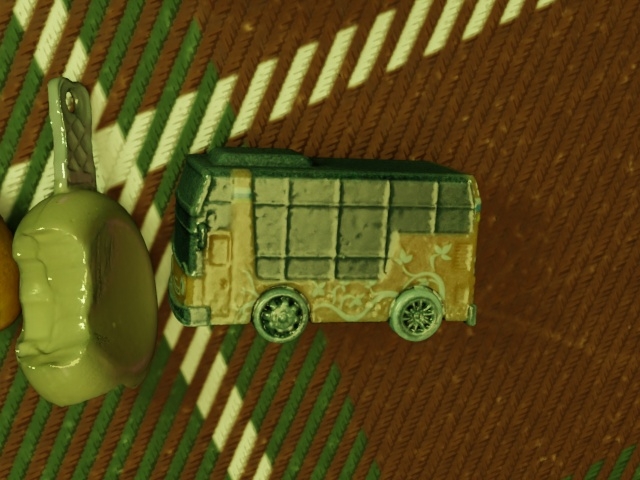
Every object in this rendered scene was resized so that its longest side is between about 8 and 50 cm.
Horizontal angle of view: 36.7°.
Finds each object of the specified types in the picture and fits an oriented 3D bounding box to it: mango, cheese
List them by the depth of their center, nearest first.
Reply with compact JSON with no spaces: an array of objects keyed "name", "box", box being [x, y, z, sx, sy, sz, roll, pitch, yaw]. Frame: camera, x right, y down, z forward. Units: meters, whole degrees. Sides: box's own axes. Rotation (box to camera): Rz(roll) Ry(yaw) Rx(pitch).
[{"name":"mango","box":[-0.314,0.005,0.839,0.089,0.115,0.165,-23,105,-28]},{"name":"cheese","box":[-0.213,-0.002,0.852,0.082,0.163,0.286,-8,90,17]}]

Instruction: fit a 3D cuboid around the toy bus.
[{"name":"toy bus","box":[0.000,0.000,0.900,0.275,0.138,0.167,0,102,-15]}]
